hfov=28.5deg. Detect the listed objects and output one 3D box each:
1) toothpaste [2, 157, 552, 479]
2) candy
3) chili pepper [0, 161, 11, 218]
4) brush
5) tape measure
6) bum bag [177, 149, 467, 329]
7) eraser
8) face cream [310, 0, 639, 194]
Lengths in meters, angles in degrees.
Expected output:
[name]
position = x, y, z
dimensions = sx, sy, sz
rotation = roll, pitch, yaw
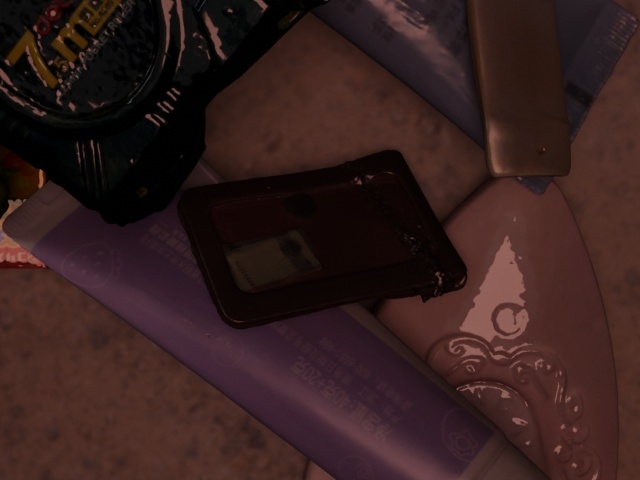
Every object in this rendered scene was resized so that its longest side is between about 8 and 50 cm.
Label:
[toothpaste]
position = -0.015, 0.062, 0.755
dimensions = 0.371, 0.080, 0.125
rotation = 39, 66, 8
[candy]
position = -0.202, -0.043, 0.801
dimensions = 0.062, 0.038, 0.122
rotation = 0, 96, 0
[chili pepper]
position = -0.357, -0.071, 0.751
dimensions = 0.359, 0.085, 0.076
rotation = 15, 80, 13
[brush]
position = 0.115, -0.197, 0.741
dimensions = 0.060, 0.050, 0.321
rotation = -2, 84, -26
[tape measure]
position = -0.118, -0.130, 0.715
dimensions = 0.186, 0.112, 0.199
rotation = 40, 105, -4
[bum bag]
position = 0.000, 0.000, 0.761
dimensions = 0.159, 0.026, 0.109
rotation = -10, 55, -21
[eraser]
position = 0.108, 0.074, 0.804
dimensions = 0.204, 0.059, 0.243
rotation = 10, 101, -1
[face cream]
position = 0.010, -0.186, 0.765
dimensions = 0.385, 0.086, 0.135
rotation = 33, 78, -7
